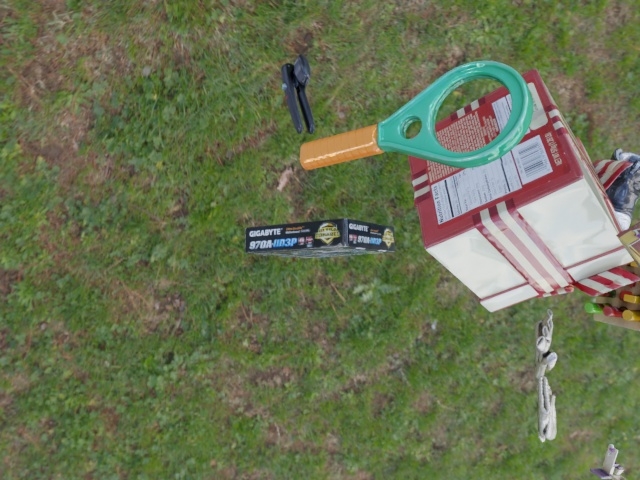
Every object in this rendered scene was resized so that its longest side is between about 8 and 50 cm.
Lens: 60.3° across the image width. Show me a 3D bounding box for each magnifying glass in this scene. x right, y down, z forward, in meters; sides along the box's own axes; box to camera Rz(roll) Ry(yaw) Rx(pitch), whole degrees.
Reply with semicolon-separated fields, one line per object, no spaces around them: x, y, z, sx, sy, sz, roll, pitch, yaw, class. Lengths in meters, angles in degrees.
0.078;-0.102;0.516;0.026;0.231;0.092;19;68;-51;magnifying glass

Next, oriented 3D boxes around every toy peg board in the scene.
0.607;0.094;1.084;0.079;0.161;0.161;6;93;-30;toy peg board

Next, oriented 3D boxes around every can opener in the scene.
-0.048;-0.297;1.138;0.059;0.186;0.073;-1;156;-14;can opener

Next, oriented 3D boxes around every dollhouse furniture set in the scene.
0.729;0.543;1.314;0.091;0.114;0.081;10;97;-23;dollhouse furniture set

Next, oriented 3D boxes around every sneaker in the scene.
0.625;-0.106;1.155;0.101;0.268;0.153;27;105;17;sneaker

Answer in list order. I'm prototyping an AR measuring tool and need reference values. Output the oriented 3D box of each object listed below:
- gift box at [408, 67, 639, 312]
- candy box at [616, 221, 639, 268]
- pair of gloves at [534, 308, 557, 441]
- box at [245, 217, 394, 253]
0.312;-0.056;0.816;0.276;0.255;0.258;-22;139;31;gift box
0.444;0.042;0.627;0.109;0.053;0.186;-37;93;19;candy box
0.474;0.290;1.158;0.042;0.240;0.204;-1;140;20;pair of gloves
0.000;0.000;1.007;0.175;0.220;0.051;7;80;-55;box
